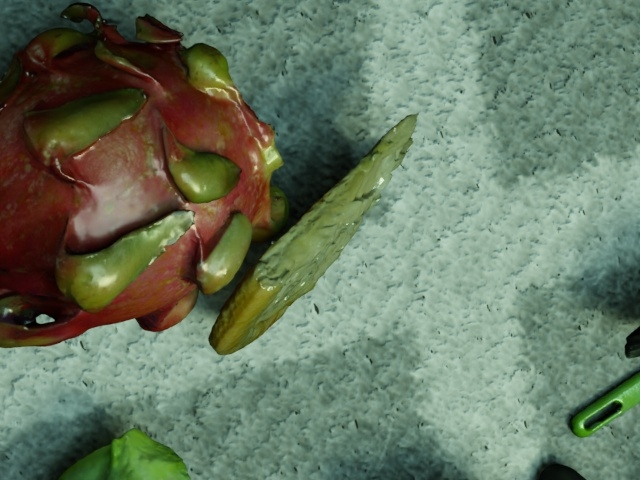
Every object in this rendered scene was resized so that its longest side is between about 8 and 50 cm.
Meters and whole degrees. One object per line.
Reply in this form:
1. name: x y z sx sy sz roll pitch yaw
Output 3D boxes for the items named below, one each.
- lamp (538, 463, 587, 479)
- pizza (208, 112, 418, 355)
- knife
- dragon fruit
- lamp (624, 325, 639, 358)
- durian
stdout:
1. lamp: 0.152 0.297 1.599 0.244 0.197 0.198 -18 110 -38
2. pizza: 0.000 0.000 1.486 0.034 0.181 0.262 41 64 6
3. knife: 0.313 0.120 1.688 0.212 0.015 0.054 -31 116 -10
4. dragon fruit: -0.183 -0.032 1.383 0.307 0.243 0.227 2 132 18
5. lamp: 0.349 0.174 1.638 0.124 0.203 0.283 -3 99 22
6. durian: -0.194 0.263 1.482 0.101 0.139 0.250 34 90 -18
